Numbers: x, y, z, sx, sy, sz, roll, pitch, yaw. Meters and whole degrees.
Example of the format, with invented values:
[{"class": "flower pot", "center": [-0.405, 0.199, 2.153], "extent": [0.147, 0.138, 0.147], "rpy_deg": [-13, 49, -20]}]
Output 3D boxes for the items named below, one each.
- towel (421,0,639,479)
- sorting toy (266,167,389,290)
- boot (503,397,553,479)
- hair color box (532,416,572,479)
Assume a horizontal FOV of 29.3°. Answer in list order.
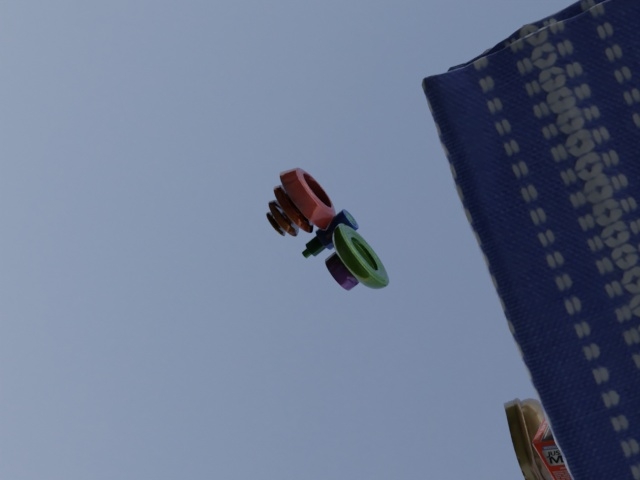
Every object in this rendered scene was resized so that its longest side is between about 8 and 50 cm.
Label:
[{"class": "towel", "center": [0.217, -0.003, 0.287], "extent": [0.336, 0.040, 0.243], "rpy_deg": [-24, -101, 13]}, {"class": "sorting toy", "center": [0.000, 0.000, 0.808], "extent": [0.042, 0.061, 0.102], "rpy_deg": [-39, -95, 14]}, {"class": "boot", "center": [0.340, 0.189, 1.223], "extent": [0.269, 0.236, 0.089], "rpy_deg": [-24, -134, 14]}, {"class": "hair color box", "center": [0.256, 0.208, 1.072], "extent": [0.053, 0.167, 0.093], "rpy_deg": [-15, -157, 39]}]
